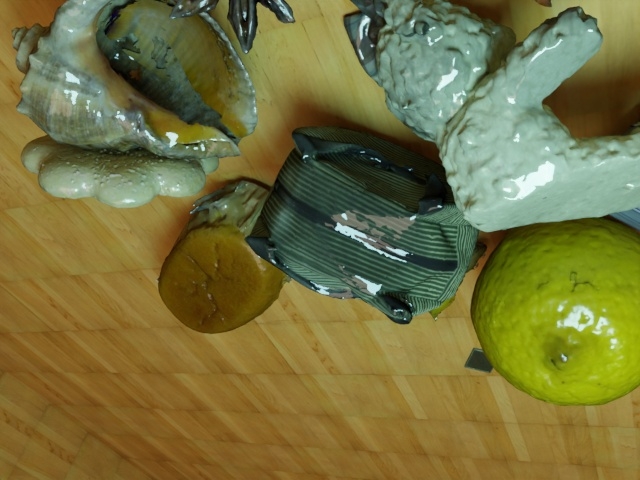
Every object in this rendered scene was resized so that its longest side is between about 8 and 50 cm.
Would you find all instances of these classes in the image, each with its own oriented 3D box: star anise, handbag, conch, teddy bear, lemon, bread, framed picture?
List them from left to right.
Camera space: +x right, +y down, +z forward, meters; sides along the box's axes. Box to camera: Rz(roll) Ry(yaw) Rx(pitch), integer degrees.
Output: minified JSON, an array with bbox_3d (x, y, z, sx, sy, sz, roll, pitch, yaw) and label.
[{"bbox_3d":[-0.324,-0.140,0.989,0.315,0.316,0.054,12,118,6],"label":"bread"},{"bbox_3d":[-0.263,-0.260,0.893,0.352,0.210,0.297,12,136,-28],"label":"conch"},{"bbox_3d":[-0.191,0.052,1.237,0.236,0.183,0.389,29,140,-11],"label":"bread"},{"bbox_3d":[-0.097,-0.369,0.749,0.230,0.081,0.263,5,106,-6],"label":"star anise"},{"bbox_3d":[0.063,-0.032,0.904,0.340,0.240,0.247,26,100,13],"label":"handbag"},{"bbox_3d":[0.387,0.288,1.445,0.066,0.007,0.089,12,140,7],"label":"framed picture"},{"bbox_3d":[0.250,-0.207,0.772,0.375,0.363,0.327,-14,162,-1],"label":"teddy bear"},{"bbox_3d":[0.400,0.105,0.971,0.335,0.336,0.336,10,141,8],"label":"lemon"}]

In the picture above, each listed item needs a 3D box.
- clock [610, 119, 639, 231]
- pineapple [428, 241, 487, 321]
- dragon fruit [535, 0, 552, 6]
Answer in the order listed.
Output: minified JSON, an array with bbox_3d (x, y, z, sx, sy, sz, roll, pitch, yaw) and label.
[{"bbox_3d":[0.533,-0.090,0.883,0.253,0.083,0.186,27,141,-11],"label":"clock"},{"bbox_3d":[0.211,0.016,1.133,0.164,0.140,0.250,-40,142,1],"label":"pineapple"},{"bbox_3d":[0.249,-0.359,0.524,0.342,0.278,0.277,-19,129,38],"label":"dragon fruit"}]
